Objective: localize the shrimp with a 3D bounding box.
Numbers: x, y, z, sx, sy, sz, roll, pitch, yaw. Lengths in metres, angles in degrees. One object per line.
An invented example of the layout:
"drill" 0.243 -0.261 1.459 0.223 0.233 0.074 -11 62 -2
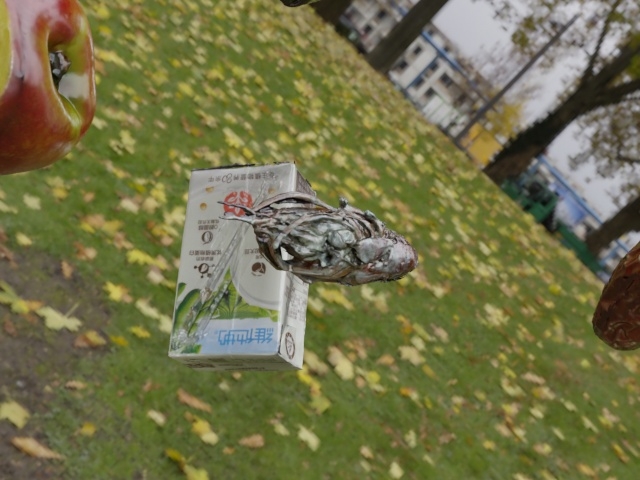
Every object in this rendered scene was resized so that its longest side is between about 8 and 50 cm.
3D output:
"shrimp" 0.000 -0.001 0.727 0.190 0.075 0.073 21 -5 -32

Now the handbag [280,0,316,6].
"handbag" -0.038 -0.404 1.087 0.257 0.113 0.285 38 33 5

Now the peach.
"peach" -0.395 -0.188 1.006 0.274 0.249 0.245 12 -26 10

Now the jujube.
"jujube" 0.273 0.045 0.740 0.077 0.077 0.129 47 -35 20

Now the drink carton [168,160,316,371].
"drink carton" -0.122 0.045 1.471 0.132 0.194 0.325 48 43 -61
